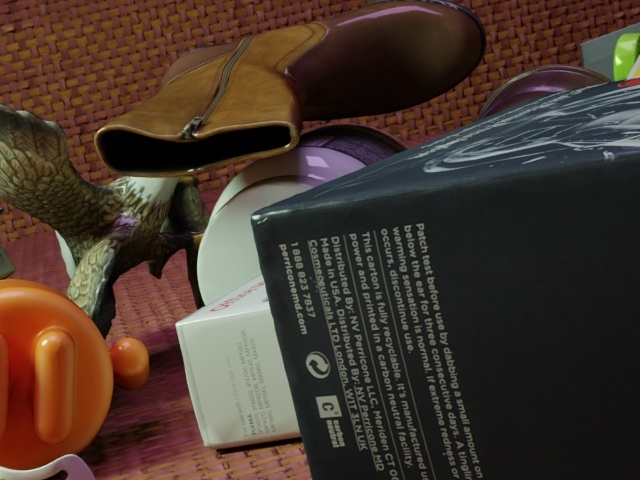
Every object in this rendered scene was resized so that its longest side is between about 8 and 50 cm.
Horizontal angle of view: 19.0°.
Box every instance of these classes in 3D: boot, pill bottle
[{"bbox_3d":[-0.012,-0.118,1.430,0.264,0.096,0.280,-1,13,8],"label":"boot"},{"bbox_3d":[0.000,0.000,1.482,0.162,0.162,0.278,-12,7,13],"label":"pill bottle"}]

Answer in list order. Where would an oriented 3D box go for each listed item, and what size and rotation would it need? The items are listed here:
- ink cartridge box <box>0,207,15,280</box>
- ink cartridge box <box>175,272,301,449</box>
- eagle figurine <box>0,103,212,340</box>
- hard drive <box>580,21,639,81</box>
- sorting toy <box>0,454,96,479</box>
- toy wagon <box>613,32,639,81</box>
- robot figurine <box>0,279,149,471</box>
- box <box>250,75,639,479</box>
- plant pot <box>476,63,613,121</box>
[{"bbox_3d":[-0.386,0.092,1.482,0.304,0.072,0.307,-35,-1,7],"label":"ink cartridge box"},{"bbox_3d":[0.039,0.059,1.228,0.218,0.092,0.158,-13,7,21],"label":"ink cartridge box"},{"bbox_3d":[-0.182,-0.012,1.560,0.226,0.225,0.298,18,17,28],"label":"eagle figurine"},{"bbox_3d":[0.455,-0.180,1.945,0.237,0.064,0.339,-18,-17,39],"label":"hard drive"},{"bbox_3d":[-0.134,0.144,0.946,0.083,0.075,0.045,-12,7,20],"label":"sorting toy"},{"bbox_3d":[0.353,-0.134,1.463,0.267,0.068,0.344,1,30,25],"label":"toy wagon"},{"bbox_3d":[-0.207,0.091,1.307,0.158,0.128,0.219,-38,9,-8],"label":"robot figurine"},{"bbox_3d":[0.198,0.012,0.939,0.312,0.179,0.343,-8,9,33],"label":"box"},{"bbox_3d":[0.173,-0.038,1.532,0.167,0.167,0.165,-10,16,29],"label":"plant pot"}]
